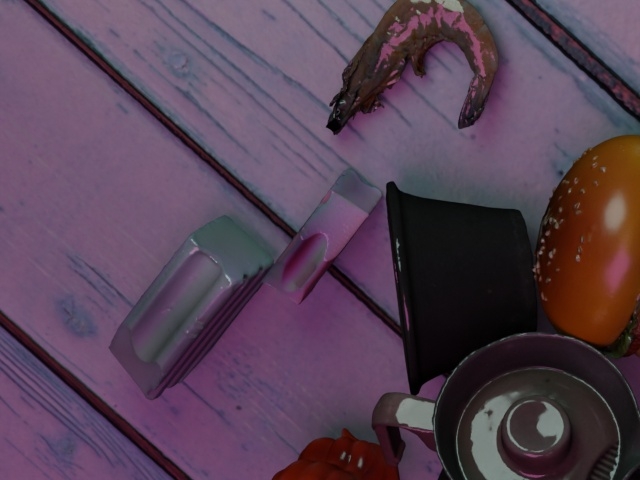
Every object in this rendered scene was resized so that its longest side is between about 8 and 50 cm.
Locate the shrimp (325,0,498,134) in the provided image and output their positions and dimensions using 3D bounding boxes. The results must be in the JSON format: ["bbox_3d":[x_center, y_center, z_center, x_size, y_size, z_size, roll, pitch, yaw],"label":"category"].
[{"bbox_3d":[0.102,-0.169,1.480,0.152,0.046,0.219,45,119,0],"label":"shrimp"}]

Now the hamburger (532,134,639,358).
[{"bbox_3d":[0.304,-0.001,1.368,0.169,0.246,0.246,12,117,1],"label":"hamburger"}]

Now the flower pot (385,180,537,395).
[{"bbox_3d":[0.154,0.044,1.480,0.148,0.235,0.235,-6,112,1],"label":"flower pot"}]

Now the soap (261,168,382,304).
[{"bbox_3d":[0.000,0.000,1.560,0.056,0.100,0.149,38,119,1],"label":"soap"}]

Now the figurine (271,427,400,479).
[{"bbox_3d":[0.023,0.339,1.640,0.181,0.208,0.257,36,163,47],"label":"figurine"}]

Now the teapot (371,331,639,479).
[{"bbox_3d":[0.209,0.249,1.444,0.300,0.253,0.344,12,153,16],"label":"teapot"}]

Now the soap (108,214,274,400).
[{"bbox_3d":[-0.163,0.084,1.638,0.091,0.145,0.230,44,115,8],"label":"soap"}]
